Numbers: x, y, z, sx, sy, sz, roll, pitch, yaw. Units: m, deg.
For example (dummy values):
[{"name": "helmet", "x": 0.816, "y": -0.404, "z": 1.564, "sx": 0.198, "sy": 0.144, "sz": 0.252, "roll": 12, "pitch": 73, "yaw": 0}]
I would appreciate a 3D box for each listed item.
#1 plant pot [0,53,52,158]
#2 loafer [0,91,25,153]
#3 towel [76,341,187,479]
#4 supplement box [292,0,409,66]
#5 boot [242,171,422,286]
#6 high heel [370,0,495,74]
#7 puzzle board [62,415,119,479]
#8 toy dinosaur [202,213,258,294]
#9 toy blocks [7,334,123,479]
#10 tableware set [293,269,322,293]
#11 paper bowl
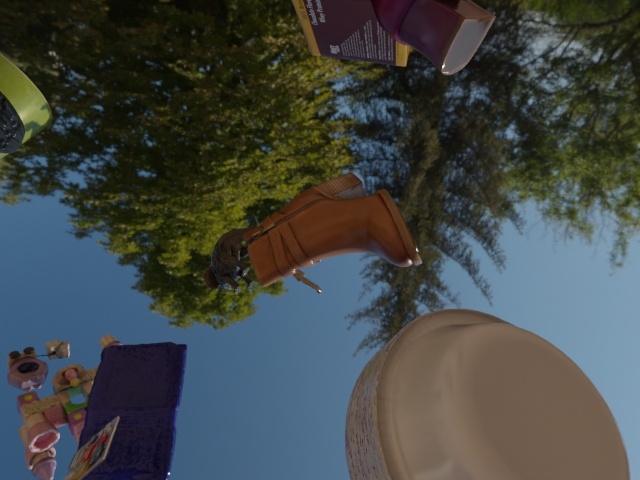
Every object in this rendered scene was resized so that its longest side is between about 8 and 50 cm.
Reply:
[{"name": "plant pot", "x": -0.762, "y": -0.230, "z": 0.838, "sx": 0.275, "sy": 0.274, "sz": 0.293, "roll": 14, "pitch": -118, "yaw": 17}, {"name": "loafer", "x": -0.424, "y": -0.170, "z": 0.443, "sx": 0.079, "sy": 0.223, "sz": 0.076, "roll": 14, "pitch": -107, "yaw": 20}, {"name": "towel", "x": -0.437, "y": 0.402, "z": 0.998, "sx": 0.228, "sy": 0.076, "sz": 0.307, "roll": -4, "pitch": -119, "yaw": 5}, {"name": "supplement box", "x": 0.071, "y": -0.429, "z": 0.751, "sx": 0.194, "sy": 0.128, "sz": 0.191, "roll": 12, "pitch": 175, "yaw": 12}, {"name": "boot", "x": 0.000, "y": 0.000, "z": 0.626, "sx": 0.220, "sy": 0.109, "sz": 0.283, "roll": -29, "pitch": -143, "yaw": -5}, {"name": "high heel", "x": 0.163, "y": -0.383, "z": 0.436, "sx": 0.127, "sy": 0.377, "sz": 0.181, "roll": -15, "pitch": -122, "yaw": -37}, {"name": "puzzle board", "x": -0.402, "y": 0.371, "z": 0.732, "sx": 0.096, "sy": 0.011, "sz": 0.128, "roll": -40, "pitch": -164, "yaw": -6}, {"name": "toy dinosaur", "x": -0.270, "y": 0.058, "z": 1.249, "sx": 0.161, "sy": 0.313, "sz": 0.121, "roll": 28, "pitch": -147, "yaw": 18}, {"name": "toy blocks", "x": -0.610, "y": 0.440, "z": 1.097, "sx": 0.260, "sy": 0.308, "sz": 0.289, "roll": 32, "pitch": -150, "yaw": 35}, {"name": "tableware set", "x": -0.072, "y": 0.060, "z": 0.862, "sx": 0.169, "sy": 0.020, "sz": 0.141, "roll": 31, "pitch": -179, "yaw": -16}, {"name": "paper bowl", "x": 0.180, "y": 0.202, "z": 0.434, "sx": 0.285, "sy": 0.148, "sz": 0.284, "roll": 12, "pitch": -132, "yaw": -14}]
